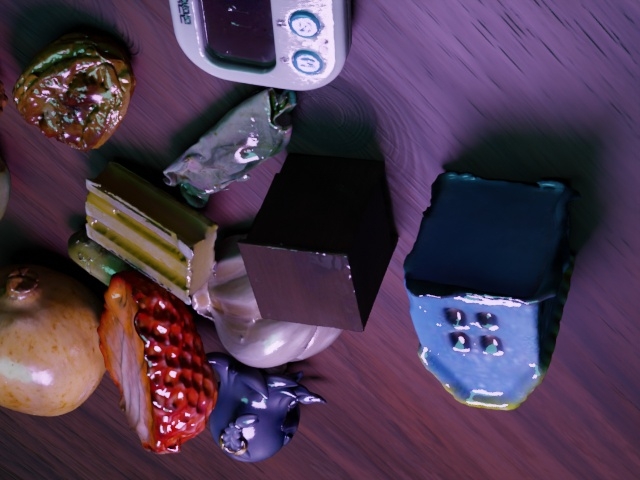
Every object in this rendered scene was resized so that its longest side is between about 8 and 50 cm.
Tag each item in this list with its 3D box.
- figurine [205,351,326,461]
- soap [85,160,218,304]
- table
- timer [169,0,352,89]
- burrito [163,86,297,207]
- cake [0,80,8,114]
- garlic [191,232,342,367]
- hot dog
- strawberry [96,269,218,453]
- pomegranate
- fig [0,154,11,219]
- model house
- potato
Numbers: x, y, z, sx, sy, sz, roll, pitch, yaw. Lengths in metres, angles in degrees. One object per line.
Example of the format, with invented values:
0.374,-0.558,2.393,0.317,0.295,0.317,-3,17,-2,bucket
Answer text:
-0.119,0.288,2.278,0.175,0.197,0.265,43,159,36,figurine
-0.268,-0.015,1.995,0.233,0.076,0.135,33,140,23,soap
0.000,0.000,1.857,0.172,0.193,0.169,7,139,19,table
-0.077,-0.316,1.617,0.237,0.087,0.262,11,139,13,timer
-0.128,-0.138,1.861,0.096,0.066,0.309,35,139,-19,burrito
-0.609,-0.264,1.830,0.199,0.196,0.293,-1,126,18,cake
-0.073,0.094,2.072,0.292,0.210,0.237,5,104,28,garlic
-0.367,-0.215,1.871,0.160,0.099,0.227,32,143,-10,hot dog
-0.263,0.190,2.116,0.265,0.149,0.336,47,146,45,strawberry
-0.518,0.182,2.268,0.307,0.307,0.307,14,140,12,pomegranate
-0.598,-0.085,2.069,0.191,0.181,0.181,-34,117,24,fig
0.248,0.084,1.796,0.215,0.237,0.303,8,139,17,model house
-0.350,0.042,2.169,0.188,0.085,0.105,32,163,-5,potato
